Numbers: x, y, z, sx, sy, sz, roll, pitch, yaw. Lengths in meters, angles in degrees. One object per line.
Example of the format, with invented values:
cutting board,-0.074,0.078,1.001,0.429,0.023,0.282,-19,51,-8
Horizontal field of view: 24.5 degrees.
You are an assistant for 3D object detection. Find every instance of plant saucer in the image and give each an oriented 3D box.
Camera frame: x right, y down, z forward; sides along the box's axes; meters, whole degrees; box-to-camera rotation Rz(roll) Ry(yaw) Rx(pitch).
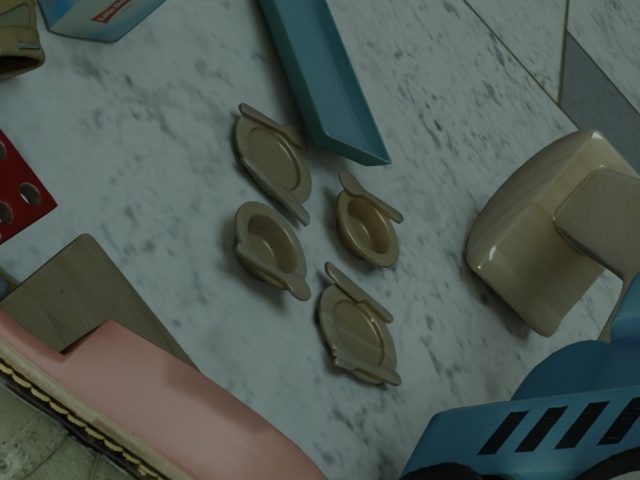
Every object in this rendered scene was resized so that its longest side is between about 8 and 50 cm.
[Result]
plant saucer,-0.008,-0.129,0.960,0.067,0.018,0.192,20,42,-47

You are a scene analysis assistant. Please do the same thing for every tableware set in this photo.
tableware set,0.000,0.000,0.860,0.141,0.020,0.169,37,35,-30

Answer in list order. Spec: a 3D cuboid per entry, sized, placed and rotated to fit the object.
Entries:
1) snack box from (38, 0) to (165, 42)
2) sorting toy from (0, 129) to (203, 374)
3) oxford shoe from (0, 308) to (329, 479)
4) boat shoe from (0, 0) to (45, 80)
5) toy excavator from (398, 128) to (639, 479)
snack box,-0.121,-0.294,0.800,0.060,0.187,0.322,3,58,-54
sorting toy,-0.105,0.076,0.607,0.274,0.046,0.132,52,30,-8
oxford shoe,-0.176,0.053,0.412,0.397,0.140,0.146,29,54,-11
boat shoe,-0.172,-0.077,0.646,0.072,0.068,0.190,63,28,-11
toy excavator,0.187,0.093,0.803,0.222,0.433,0.445,45,60,-18
